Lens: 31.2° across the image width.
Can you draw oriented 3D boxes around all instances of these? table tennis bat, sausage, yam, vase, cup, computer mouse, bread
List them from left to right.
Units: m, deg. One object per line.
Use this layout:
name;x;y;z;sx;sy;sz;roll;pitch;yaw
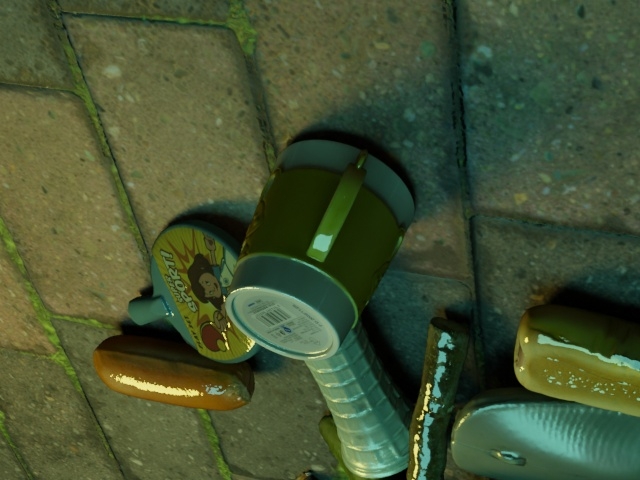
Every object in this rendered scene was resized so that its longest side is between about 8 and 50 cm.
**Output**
sausage;-0.231;0.209;1.804;0.274;0.105;0.105;6;137;22
table tennis bat;-0.182;0.080;1.636;0.329;0.044;0.215;-16;101;51
cup;0.000;0.000;1.348;0.185;0.226;0.241;25;149;0
vase;0.042;0.183;1.608;0.143;0.143;0.299;-3;129;31
yam;0.158;0.227;1.571;0.061;0.061;0.253;13;113;15
computer mouse;0.341;0.278;1.537;0.330;0.095;0.197;3;135;1
bread;0.392;0.156;1.417;0.305;0.091;0.142;14;145;14

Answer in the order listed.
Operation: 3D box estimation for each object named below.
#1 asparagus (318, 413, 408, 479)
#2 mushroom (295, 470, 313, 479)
asparagus;0.118;0.367;1.688;0.382;0.128;0.108;50;161;55
mushroom;0.010;0.555;2.002;0.236;0.173;0.162;33;143;-9
